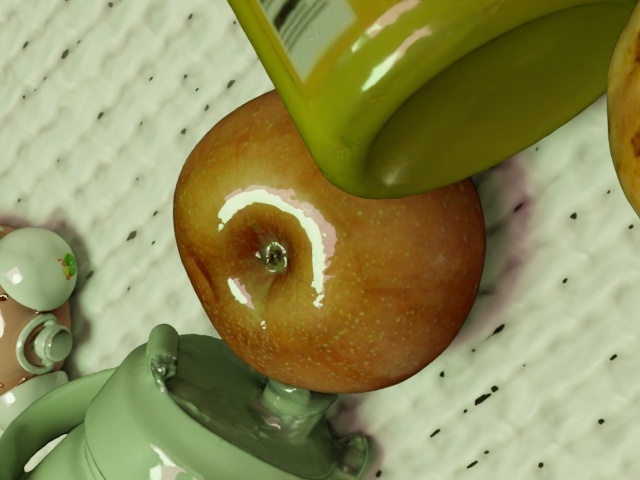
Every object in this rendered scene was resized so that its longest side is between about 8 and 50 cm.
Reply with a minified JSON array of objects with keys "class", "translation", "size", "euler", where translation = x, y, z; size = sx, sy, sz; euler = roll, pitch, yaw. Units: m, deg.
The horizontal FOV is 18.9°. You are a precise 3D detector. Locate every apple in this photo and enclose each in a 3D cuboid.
[{"class":"apple","translation":[0.000,0.000,1.205],"size":[0.201,0.162,0.201],"euler":[5,99,36]}]

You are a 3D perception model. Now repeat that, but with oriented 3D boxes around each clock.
[{"class":"clock","translation":[-0.261,0.061,1.481],"size":[0.162,0.093,0.166],"euler":[16,109,33]}]

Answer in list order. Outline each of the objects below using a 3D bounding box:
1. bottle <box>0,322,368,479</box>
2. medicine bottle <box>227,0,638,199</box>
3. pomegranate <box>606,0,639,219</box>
[{"class":"bottle","translation":[-0.129,0.206,1.328],"size":[0.229,0.229,0.352],"euler":[45,118,23]},{"class":"medicine bottle","translation":[0.015,-0.234,1.100],"size":[0.224,0.224,0.384],"euler":[-44,66,36]},{"class":"pomegranate","translation":[0.245,-0.060,0.972],"size":[0.207,0.207,0.207],"euler":[10,106,37]}]
